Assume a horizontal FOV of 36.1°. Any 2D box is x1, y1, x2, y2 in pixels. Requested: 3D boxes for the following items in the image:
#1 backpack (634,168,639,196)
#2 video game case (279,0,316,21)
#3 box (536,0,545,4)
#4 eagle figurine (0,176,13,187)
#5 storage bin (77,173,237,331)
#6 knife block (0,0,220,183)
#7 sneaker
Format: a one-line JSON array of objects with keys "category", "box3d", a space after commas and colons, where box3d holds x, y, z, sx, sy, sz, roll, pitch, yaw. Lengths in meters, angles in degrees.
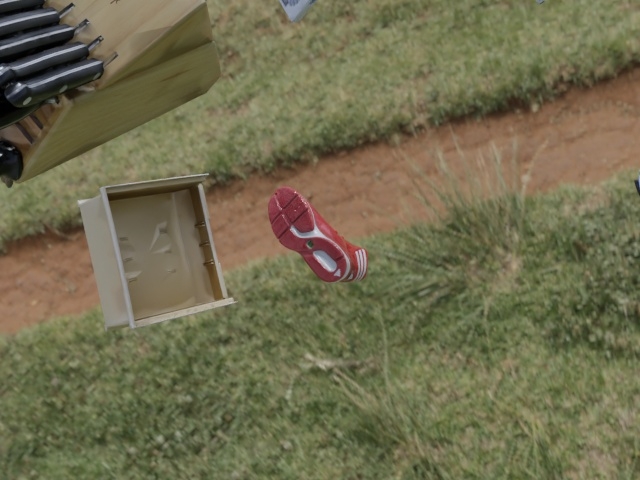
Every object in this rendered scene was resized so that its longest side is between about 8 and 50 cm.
[{"category": "backpack", "box3d": [0.646, -0.071, 1.550, 0.264, 0.213, 0.276, -15, 71, -22]}, {"category": "video game case", "box3d": [-0.039, -0.447, 1.432, 0.022, 0.173, 0.190, -20, 76, -41]}, {"category": "box", "box3d": [0.323, -0.469, 1.256, 0.262, 0.231, 0.126, -25, 24, 54]}, {"category": "eagle figurine", "box3d": [-0.543, -0.162, 1.334, 0.298, 0.225, 0.226, 12, 44, 14]}, {"category": "storage bin", "box3d": [-0.306, 0.022, 1.894, 0.123, 0.260, 0.262, -16, 87, 49]}, {"category": "knife block", "box3d": [-0.189, -0.099, 0.656, 0.242, 0.275, 0.088, -39, 89, -5]}, {"category": "sneaker", "box3d": [0.000, 0.000, 1.751, 0.087, 0.128, 0.221, -43, 61, 17]}]
